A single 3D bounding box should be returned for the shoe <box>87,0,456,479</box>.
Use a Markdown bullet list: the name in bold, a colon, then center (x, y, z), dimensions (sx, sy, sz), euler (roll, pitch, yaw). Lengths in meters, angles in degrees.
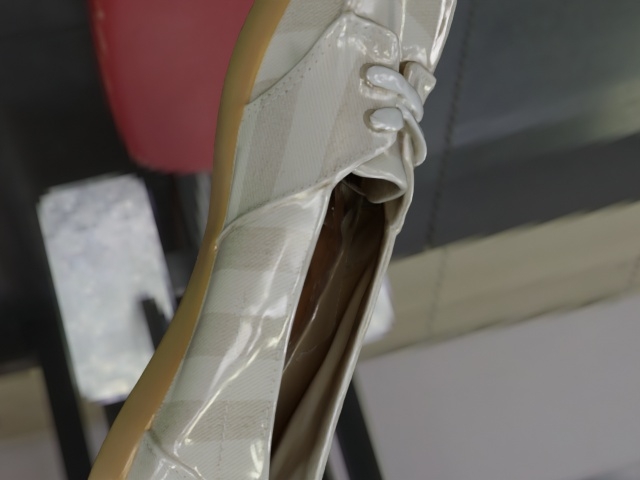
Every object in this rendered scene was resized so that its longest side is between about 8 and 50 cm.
- **shoe**: center (0.000, 0.000, 0.577), dimensions (0.076, 0.058, 0.219), euler (17, 95, -58)
